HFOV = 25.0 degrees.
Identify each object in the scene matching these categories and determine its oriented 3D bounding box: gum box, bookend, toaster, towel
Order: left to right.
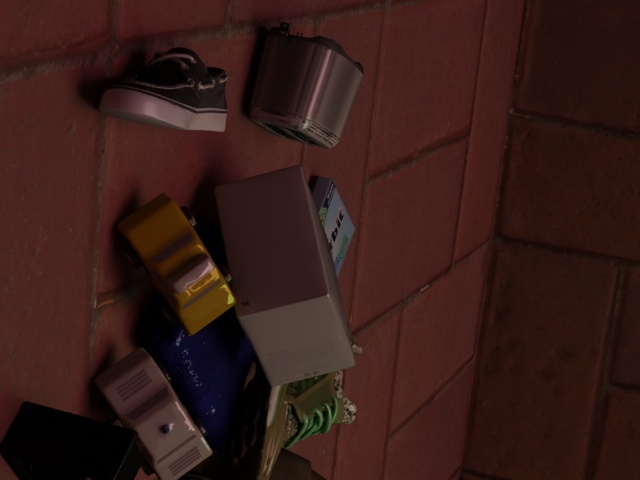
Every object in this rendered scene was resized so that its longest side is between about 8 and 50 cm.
[{"bbox_3d":[-0.285,0.280,1.758,0.157,0.156,0.072,74,34,-53],"label":"bookend"},{"bbox_3d":[-0.171,0.140,2.113,0.308,0.076,0.227,72,29,-52],"label":"towel"},{"bbox_3d":[-0.025,-0.230,2.199,0.227,0.129,0.146,26,79,-70],"label":"toaster"},{"bbox_3d":[0.000,0.000,2.513,0.184,0.041,0.157,63,44,-58],"label":"gum box"}]

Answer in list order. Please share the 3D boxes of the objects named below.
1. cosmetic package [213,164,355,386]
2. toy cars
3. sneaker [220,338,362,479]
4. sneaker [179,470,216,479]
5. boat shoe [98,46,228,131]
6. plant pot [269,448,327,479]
[{"bbox_3d":[-0.050,0.053,2.082,0.224,0.138,0.224,68,8,-57],"label":"cosmetic package"},{"bbox_3d":[-0.195,0.140,1.889,0.087,0.176,0.393,-156,-106,-65],"label":"toy cars"},{"bbox_3d":[-0.022,0.251,2.267,0.158,0.182,0.410,-50,-166,43],"label":"sneaker"},{"bbox_3d":[-0.204,0.385,2.173,0.170,0.075,0.063,7,113,-48],"label":"sneaker"},{"bbox_3d":[-0.187,-0.194,1.825,0.301,0.108,0.102,-7,107,-71],"label":"boat shoe"},{"bbox_3d":[-0.006,0.532,2.311,0.323,0.280,0.323,-156,-90,-89],"label":"plant pot"}]
